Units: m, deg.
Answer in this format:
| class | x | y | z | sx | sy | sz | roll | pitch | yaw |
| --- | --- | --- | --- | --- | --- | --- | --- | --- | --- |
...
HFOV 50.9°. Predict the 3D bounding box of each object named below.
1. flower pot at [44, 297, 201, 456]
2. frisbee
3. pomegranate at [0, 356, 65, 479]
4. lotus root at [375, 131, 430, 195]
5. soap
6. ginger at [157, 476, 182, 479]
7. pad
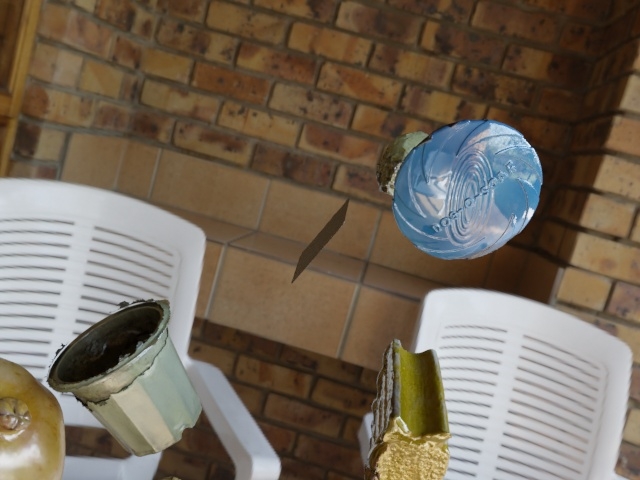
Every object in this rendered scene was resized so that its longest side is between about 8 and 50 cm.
| class | x | y | z | sx | sy | sz | roll | pitch | yaw |
| --- | --- | --- | --- | --- | --- | --- | --- | --- | --- |
| flower pot | -0.390 | 0.301 | 1.418 | 0.290 | 0.259 | 0.290 | -20 | 23 | 9 |
| frisbee | 0.233 | -0.070 | 1.051 | 0.242 | 0.242 | 0.045 | 14 | 27 | -12 |
| pomegranate | -0.697 | 0.414 | 1.326 | 0.411 | 0.412 | 0.411 | 15 | 7 | -2 |
| lotus root | 0.157 | -0.150 | 1.346 | 0.070 | 0.143 | 0.144 | 35 | 30 | 27 |
| soap | 0.156 | 0.371 | 1.297 | 0.143 | 0.259 | 0.281 | 11 | 24 | -1 |
| ginger | -0.178 | 0.450 | 1.079 | 0.205 | 0.115 | 0.081 | 7 | -10 | 10 |
| pad | 0.000 | 0.000 | 1.192 | 0.003 | 0.157 | 0.112 | 35 | 27 | -10 |
